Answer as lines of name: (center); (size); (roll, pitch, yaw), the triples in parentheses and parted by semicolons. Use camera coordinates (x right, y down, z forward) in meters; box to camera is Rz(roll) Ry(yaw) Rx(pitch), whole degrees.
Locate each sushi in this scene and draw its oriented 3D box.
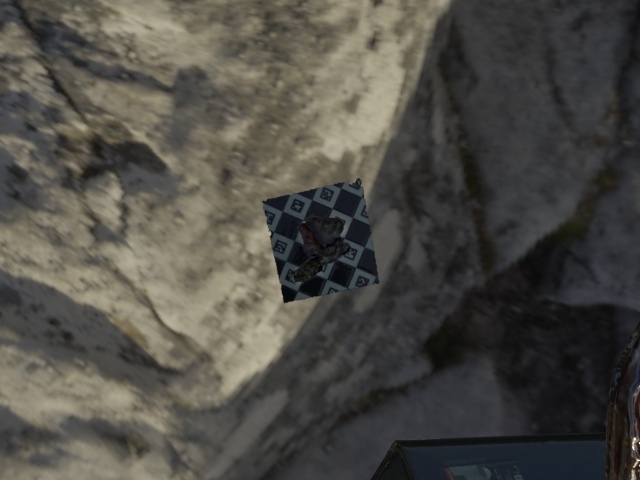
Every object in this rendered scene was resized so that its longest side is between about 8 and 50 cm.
sushi: (0.000, 0.000, 1.868); (0.120, 0.026, 0.126); (-11, 92, -8)

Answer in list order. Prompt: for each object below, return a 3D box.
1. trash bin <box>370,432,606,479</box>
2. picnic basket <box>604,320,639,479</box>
trash bin: (0.161, 0.262, 1.499); (0.225, 0.115, 0.165); (-2, 142, -24)
picnic basket: (0.272, 0.109, 0.943); (0.222, 0.129, 0.297); (-51, 150, -26)
